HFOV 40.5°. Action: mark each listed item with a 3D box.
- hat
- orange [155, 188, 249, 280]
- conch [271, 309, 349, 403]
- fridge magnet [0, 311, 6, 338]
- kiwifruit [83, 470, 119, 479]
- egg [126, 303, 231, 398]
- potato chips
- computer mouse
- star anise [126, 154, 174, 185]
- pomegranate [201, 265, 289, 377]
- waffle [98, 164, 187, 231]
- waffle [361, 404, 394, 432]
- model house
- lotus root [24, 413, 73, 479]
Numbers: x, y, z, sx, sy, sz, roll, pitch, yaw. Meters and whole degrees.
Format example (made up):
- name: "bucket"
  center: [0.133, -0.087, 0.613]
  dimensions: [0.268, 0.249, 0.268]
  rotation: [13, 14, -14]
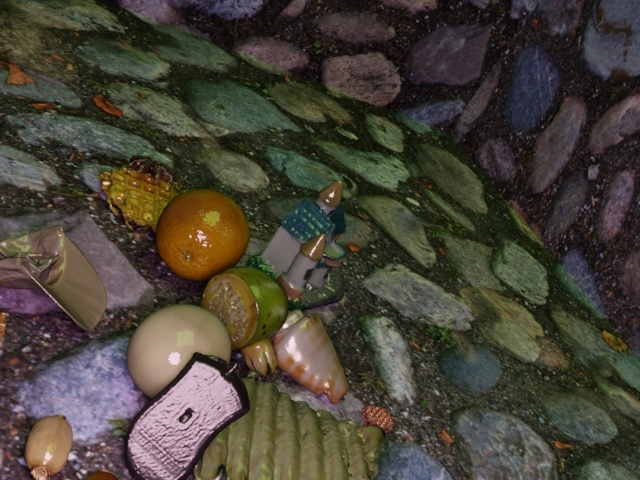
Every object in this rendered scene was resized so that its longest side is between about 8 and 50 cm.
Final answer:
- name: "hat"
  center: [-0.557, 0.087, 1.732]
  dimensions: [0.214, 0.149, 0.245]
  rotation: [-69, 137, -71]
- name: "orange"
  center: [-0.280, -0.014, 2.058]
  dimensions: [0.236, 0.236, 0.236]
  rotation: [27, 26, -14]
- name: "conch"
  center: [-0.020, 0.246, 2.000]
  dimensions: [0.255, 0.127, 0.158]
  rotation: [39, 25, 11]
- name: "fridge magnet"
  center: [-0.632, 0.137, 1.549]
  dimensions: [0.143, 0.063, 0.143]
  rotation: [29, 27, -16]
- name: "kiwifruit"
  center: [-0.354, 0.417, 1.371]
  dimensions: [0.075, 0.075, 0.124]
  rotation: [30, 21, -7]
- name: "egg"
  center: [-0.269, 0.216, 1.688]
  dimensions: [0.188, 0.189, 0.253]
  rotation: [36, 18, 6]
- name: "potato chips"
  center: [-0.062, 0.405, 1.706]
  dimensions: [0.373, 0.097, 0.389]
  rotation: [27, 27, 9]
- name: "computer mouse"
  center: [-0.240, 0.315, 1.555]
  dimensions: [0.147, 0.264, 0.088]
  rotation: [48, -12, -8]
- name: "star anise"
  center: [-0.440, -0.189, 2.262]
  dimensions: [0.141, 0.042, 0.141]
  rotation: [22, 18, -8]
- name: "pomegranate"
  center: [-0.139, 0.166, 1.926]
  dimensions: [0.159, 0.190, 0.241]
  rotation: [-6, 45, -50]
- name: "waffle"
  center: [-0.433, -0.108, 2.223]
  dimensions: [0.280, 0.060, 0.262]
  rotation: [39, 28, 19]
- name: "waffle"
  center: [0.131, 0.411, 1.998]
  dimensions: [0.083, 0.029, 0.075]
  rotation: [18, 26, -24]
- name: "model house"
  center: [0.000, 0.000, 2.232]
  dimensions: [0.194, 0.325, 0.267]
  rotation: [42, 27, 22]
- name: "lotus root"
  center: [-0.444, 0.336, 1.416]
  dimensions: [0.073, 0.062, 0.150]
  rotation: [25, 25, -17]
